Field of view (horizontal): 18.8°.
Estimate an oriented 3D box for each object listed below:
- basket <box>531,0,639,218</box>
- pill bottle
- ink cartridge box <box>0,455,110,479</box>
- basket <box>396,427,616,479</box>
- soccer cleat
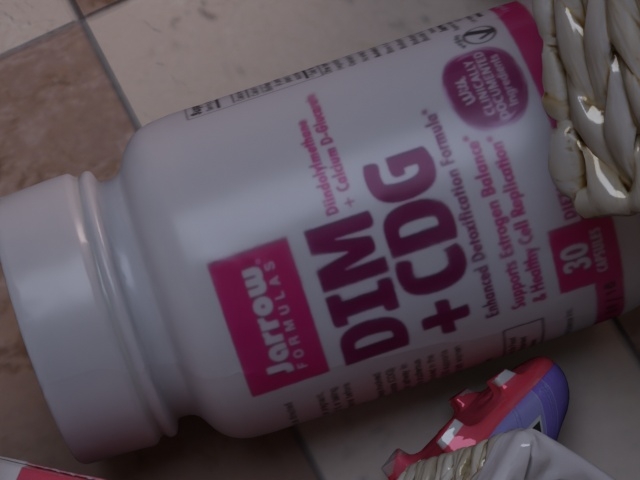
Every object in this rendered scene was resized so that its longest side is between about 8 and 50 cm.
[{"bbox_3d":[0.272,-0.187,0.805,0.266,0.328,0.331,-1,12,44],"label":"basket"},{"bbox_3d":[0.000,0.000,0.922,0.283,0.160,0.160,-19,57,-2],"label":"pill bottle"},{"bbox_3d":[-0.224,0.193,0.864,0.283,0.117,0.207,11,61,15],"label":"ink cartridge box"},{"bbox_3d":[0.096,0.169,0.793,0.167,0.103,0.113,37,64,-17],"label":"basket"},{"bbox_3d":[0.051,0.161,0.874,0.095,0.083,0.248,42,63,-4],"label":"soccer cleat"}]
